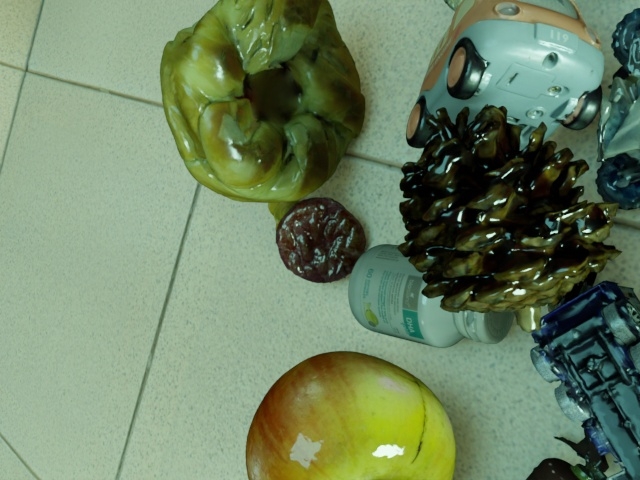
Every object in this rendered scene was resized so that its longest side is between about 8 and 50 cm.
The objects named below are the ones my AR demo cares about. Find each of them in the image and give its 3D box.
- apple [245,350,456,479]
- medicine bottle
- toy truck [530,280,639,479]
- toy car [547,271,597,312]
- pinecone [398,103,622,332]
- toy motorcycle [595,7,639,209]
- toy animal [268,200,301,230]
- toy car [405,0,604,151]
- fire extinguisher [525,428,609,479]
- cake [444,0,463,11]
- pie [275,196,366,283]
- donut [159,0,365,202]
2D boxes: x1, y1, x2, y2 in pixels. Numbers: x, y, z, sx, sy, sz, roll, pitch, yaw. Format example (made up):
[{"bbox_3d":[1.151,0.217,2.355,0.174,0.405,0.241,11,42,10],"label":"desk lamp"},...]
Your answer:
[{"bbox_3d":[0.040,0.285,0.942,0.286,0.286,0.233,-66,20,12],"label":"apple"},{"bbox_3d":[0.157,0.081,0.964,0.215,0.135,0.135,8,88,43],"label":"medicine bottle"},{"bbox_3d":[0.360,0.187,0.758,0.124,0.155,0.268,-38,62,31],"label":"toy truck"},{"bbox_3d":[0.327,0.033,0.867,0.055,0.069,0.142,20,96,38],"label":"toy car"},{"bbox_3d":[0.197,-0.025,0.764,0.243,0.243,0.257,-17,112,39],"label":"pinecone"},{"bbox_3d":[0.430,-0.153,0.788,0.204,0.108,0.239,10,114,47],"label":"toy motorcycle"},{"bbox_3d":[-0.059,-0.059,1.238,0.159,0.083,0.070,53,144,46],"label":"toy animal"},{"bbox_3d":[0.233,-0.228,0.891,0.270,0.180,0.212,128,152,-64],"label":"toy car"},{"bbox_3d":[0.250,0.373,0.858,0.341,0.105,0.141,-55,34,11],"label":"fire extinguisher"},{"bbox_3d":[0.226,-0.407,1.001,0.086,0.116,0.220,-32,64,40],"label":"cake"},{"bbox_3d":[0.000,0.000,1.136,0.154,0.036,0.154,1,98,4],"label":"pie"},{"bbox_3d":[-0.083,-0.240,1.094,0.170,0.360,0.360,6,87,48],"label":"donut"}]
